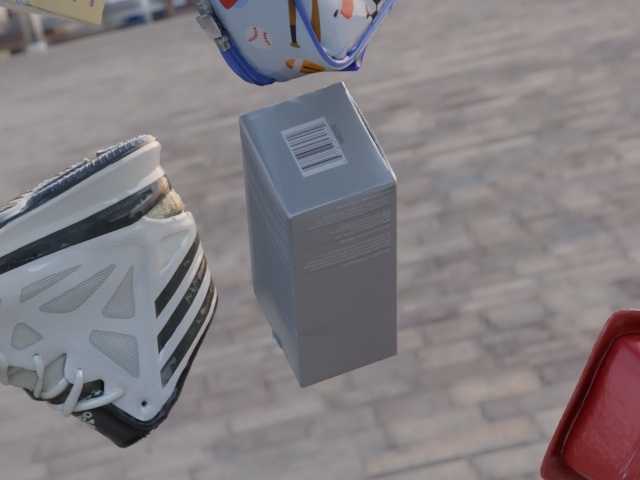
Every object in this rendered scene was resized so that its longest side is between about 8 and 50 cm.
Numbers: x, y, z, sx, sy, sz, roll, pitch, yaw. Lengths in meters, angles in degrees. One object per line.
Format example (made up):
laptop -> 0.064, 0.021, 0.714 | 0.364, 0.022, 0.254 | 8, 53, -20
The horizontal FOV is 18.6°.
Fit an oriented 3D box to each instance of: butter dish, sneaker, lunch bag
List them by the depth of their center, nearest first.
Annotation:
lunch bag -> -0.012, -0.267, 1.534 | 0.115, 0.243, 0.303 | -6, 33, 35
butter dish -> 0.278, 0.150, 1.543 | 0.159, 0.160, 0.118 | 9, 21, -37
sneaker -> -0.278, 0.110, 1.789 | 0.447, 0.258, 0.169 | -31, 9, -23

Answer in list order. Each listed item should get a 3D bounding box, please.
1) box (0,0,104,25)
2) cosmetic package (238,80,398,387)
box -> -0.241, -0.296, 1.590 | 0.117, 0.214, 0.243 | 12, 4, 6
cosmetic package -> 0.000, 0.000, 1.651 | 0.107, 0.238, 0.127 | -20, 54, -10
